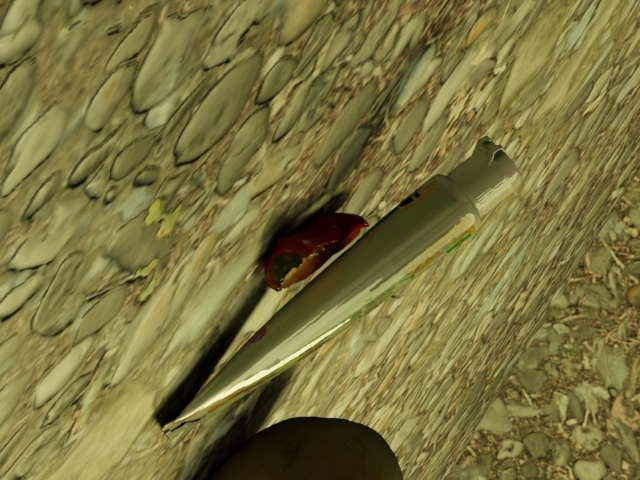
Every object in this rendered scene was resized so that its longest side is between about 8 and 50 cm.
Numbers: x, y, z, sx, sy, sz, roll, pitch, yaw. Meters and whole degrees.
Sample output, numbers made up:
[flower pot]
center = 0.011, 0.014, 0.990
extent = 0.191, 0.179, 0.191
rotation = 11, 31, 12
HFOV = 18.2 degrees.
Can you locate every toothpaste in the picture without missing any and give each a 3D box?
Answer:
[toothpaste]
center = 0.014, 0.041, 1.425
extent = 0.314, 0.056, 0.058
rotation = -38, 128, -7

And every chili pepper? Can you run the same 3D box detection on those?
[chili pepper]
center = 0.000, 0.000, 1.415
extent = 0.045, 0.027, 0.178
rotation = -54, 169, 26

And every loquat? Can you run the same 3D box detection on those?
[loquat]
center = -0.024, 0.247, 1.643
extent = 0.227, 0.179, 0.179
rotation = -57, 168, -3
